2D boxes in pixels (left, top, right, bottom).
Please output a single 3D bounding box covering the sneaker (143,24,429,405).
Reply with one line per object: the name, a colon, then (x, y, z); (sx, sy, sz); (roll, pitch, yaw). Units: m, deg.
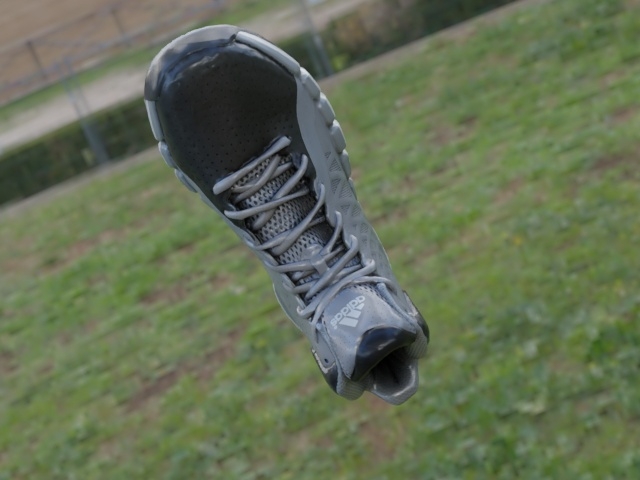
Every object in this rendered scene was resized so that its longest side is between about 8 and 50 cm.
sneaker: (0.000, 0.000, 0.849); (0.086, 0.229, 0.132); (-34, 40, 1)
